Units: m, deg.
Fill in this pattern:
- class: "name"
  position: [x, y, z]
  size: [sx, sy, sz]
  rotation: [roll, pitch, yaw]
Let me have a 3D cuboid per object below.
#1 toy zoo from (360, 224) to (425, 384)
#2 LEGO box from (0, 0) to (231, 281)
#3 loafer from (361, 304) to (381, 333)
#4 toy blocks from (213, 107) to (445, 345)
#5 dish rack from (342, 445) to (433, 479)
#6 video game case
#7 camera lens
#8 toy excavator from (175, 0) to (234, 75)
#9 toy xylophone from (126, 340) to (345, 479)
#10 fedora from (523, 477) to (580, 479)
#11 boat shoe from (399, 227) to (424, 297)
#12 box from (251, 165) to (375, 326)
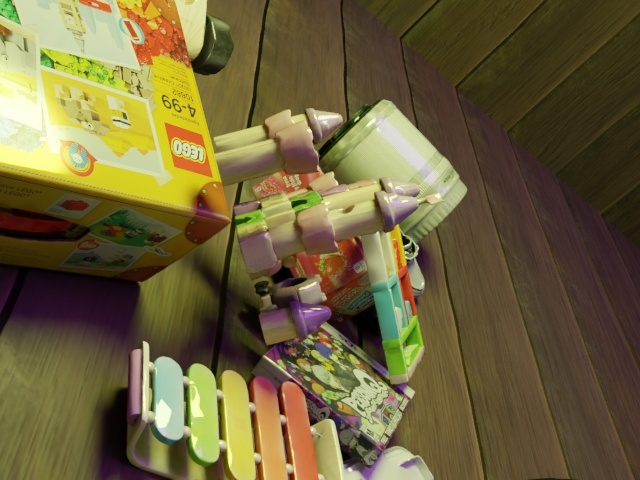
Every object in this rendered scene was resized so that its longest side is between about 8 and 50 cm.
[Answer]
- class: "toy zoo"
  position: [0.113, 0.064, 1.398]
  size: [0.192, 0.030, 0.293]
  rotation: [-21, 100, -74]
- class: "LEGO box"
  position: [-0.383, -0.178, 1.023]
  size: [0.500, 0.193, 0.373]
  rotation: [12, 54, -50]
- class: "loafer"
  position: [0.060, 0.041, 1.611]
  size: [0.109, 0.095, 0.302]
  rotation: [-10, 50, -25]
- class: "toy blocks"
  position: [0.015, -0.027, 1.197]
  size: [0.288, 0.260, 0.309]
  rotation: [-122, -162, -75]
- class: "dish rack"
  position: [0.130, 0.428, 1.165]
  size: [0.285, 0.072, 0.333]
  rotation: [1, 50, -55]
- class: "video game case"
  position: [0.026, 0.211, 1.280]
  size: [0.210, 0.042, 0.232]
  rotation: [37, 19, 8]
- class: "camera lens"
  position: [0.139, -0.136, 1.804]
  size: [0.274, 0.219, 0.219]
  rotation: [46, 26, -3]
- class: "toy excavator"
  position: [-0.386, -0.510, 1.570]
  size: [0.222, 0.445, 0.433]
  rotation: [4, 90, -56]
- class: "toy xylophone"
  position: [-0.103, 0.258, 1.033]
  size: [0.322, 0.081, 0.236]
  rotation: [24, 34, -39]
- class: "fedora"
  position: [0.373, 0.490, 1.303]
  size: [0.334, 0.334, 0.153]
  rotation: [-21, 111, -63]
- class: "boat shoe"
  position: [0.146, 0.021, 1.710]
  size: [0.227, 0.081, 0.079]
  rotation: [52, 48, -16]
- class: "box"
  position: [0.000, 0.000, 1.473]
  size: [0.257, 0.122, 0.128]
  rotation: [63, 7, 29]
